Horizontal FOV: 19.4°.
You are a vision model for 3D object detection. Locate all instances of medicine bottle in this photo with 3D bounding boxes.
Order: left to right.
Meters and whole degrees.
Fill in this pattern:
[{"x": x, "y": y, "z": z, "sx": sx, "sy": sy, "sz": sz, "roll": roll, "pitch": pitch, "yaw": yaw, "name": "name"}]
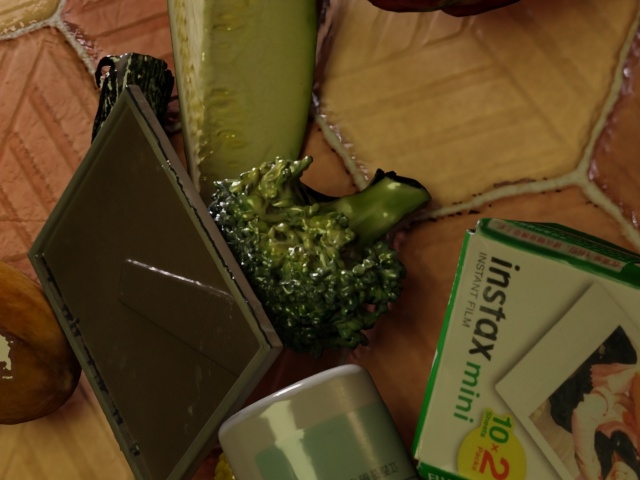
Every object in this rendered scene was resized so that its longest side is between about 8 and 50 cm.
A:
[{"x": 0.053, "y": 0.256, "z": 1.179, "sx": 0.110, "sy": 0.110, "sz": 0.352, "roll": -30, "pitch": 79, "yaw": 21, "name": "medicine bottle"}]

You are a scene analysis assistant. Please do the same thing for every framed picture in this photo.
[{"x": -0.123, "y": 0.040, "z": 1.313, "sx": 0.184, "sy": 0.016, "sz": 0.250, "roll": -56, "pitch": 51, "yaw": 33, "name": "framed picture"}]

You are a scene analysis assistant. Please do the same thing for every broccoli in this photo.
[{"x": 0.000, "y": 0.000, "z": 1.298, "sx": 0.160, "sy": 0.167, "sz": 0.154, "roll": -38, "pitch": 92, "yaw": -14, "name": "broccoli"}]

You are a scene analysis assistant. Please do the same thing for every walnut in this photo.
[{"x": -0.266, "y": 0.068, "z": 1.437, "sx": 0.207, "sy": 0.116, "sz": 0.116, "roll": 32, "pitch": 94, "yaw": 31, "name": "walnut"}]

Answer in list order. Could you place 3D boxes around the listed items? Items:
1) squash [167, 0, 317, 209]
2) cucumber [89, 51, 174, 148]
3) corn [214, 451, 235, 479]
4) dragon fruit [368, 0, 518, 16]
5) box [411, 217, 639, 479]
[{"x": -0.048, "y": -0.132, "z": 1.361, "sx": 0.169, "sy": 0.093, "sz": 0.252, "roll": 125, "pitch": 141, "yaw": -63, "name": "squash"}, {"x": -0.154, "y": -0.017, "z": 1.422, "sx": 0.067, "sy": 0.067, "sz": 0.245, "roll": 1, "pitch": 79, "yaw": 31, "name": "cucumber"}, {"x": -0.020, "y": 0.242, "z": 1.262, "sx": 0.080, "sy": 0.080, "sz": 0.231, "roll": -21, "pitch": 69, "yaw": 25, "name": "corn"}, {"x": 0.066, "y": -0.304, "z": 1.221, "sx": 0.329, "sy": 0.329, "sz": 0.329, "roll": -9, "pitch": 72, "yaw": 29, "name": "dragon fruit"}, {"x": 0.187, "y": 0.098, "z": 1.143, "sx": 0.250, "sy": 0.103, "sz": 0.180, "roll": 19, "pitch": 101, "yaw": 33, "name": "box"}]
